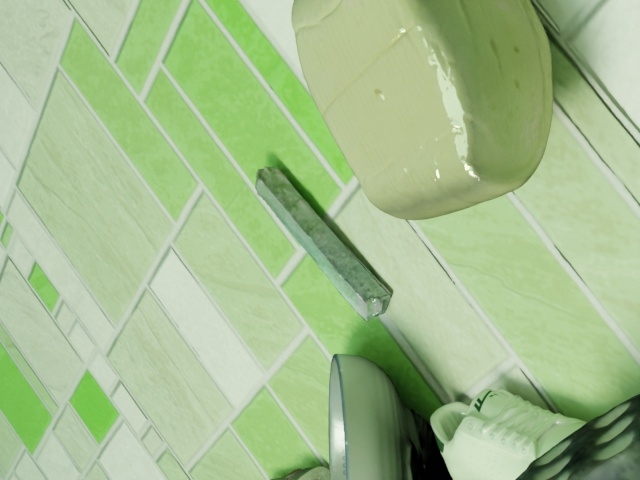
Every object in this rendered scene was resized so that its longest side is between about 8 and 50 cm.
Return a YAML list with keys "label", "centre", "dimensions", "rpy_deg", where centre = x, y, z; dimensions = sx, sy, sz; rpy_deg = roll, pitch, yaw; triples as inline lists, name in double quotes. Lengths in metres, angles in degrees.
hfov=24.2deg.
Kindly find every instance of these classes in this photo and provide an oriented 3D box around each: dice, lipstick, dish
- label: "dice"
  centre: [0.272, 0.249, 1.271]
  dimensions: [0.183, 0.181, 0.182]
  rpy_deg: [57, -168, 0]
- label: "lipstick"
  centre: [-0.043, 0.333, 1.975]
  dimensions: [0.057, 0.063, 0.186]
  rpy_deg: [60, 154, -2]
- label: "dish"
  centre: [0.082, 0.261, 1.654]
  dimensions: [0.273, 0.134, 0.273]
  rpy_deg: [178, 90, -88]

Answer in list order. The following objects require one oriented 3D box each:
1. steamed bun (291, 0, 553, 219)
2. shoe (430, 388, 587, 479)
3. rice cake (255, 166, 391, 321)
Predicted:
- label: "steamed bun"
  centre: [0.099, -0.150, 1.259]
  dimensions: [0.200, 0.155, 0.250]
  rpy_deg: [-27, 87, 56]
- label: "shoe"
  centre: [0.191, 0.200, 1.489]
  dimensions: [0.110, 0.095, 0.265]
  rpy_deg: [59, 151, 1]
- label: "rice cake"
  centre: [0.000, 0.000, 1.646]
  dimensions: [0.211, 0.034, 0.043]
  rpy_deg: [50, 156, 14]
